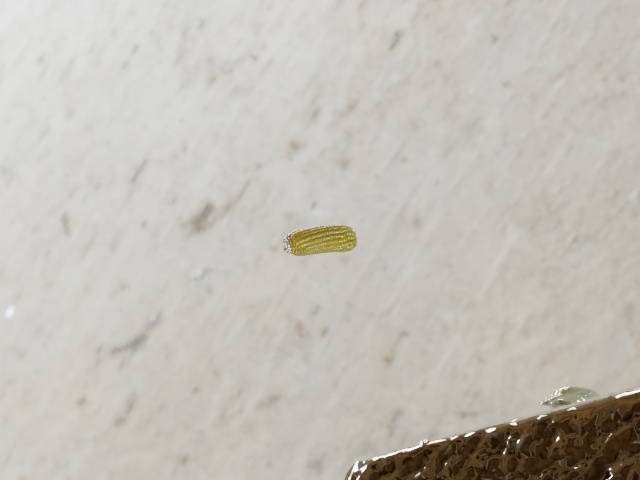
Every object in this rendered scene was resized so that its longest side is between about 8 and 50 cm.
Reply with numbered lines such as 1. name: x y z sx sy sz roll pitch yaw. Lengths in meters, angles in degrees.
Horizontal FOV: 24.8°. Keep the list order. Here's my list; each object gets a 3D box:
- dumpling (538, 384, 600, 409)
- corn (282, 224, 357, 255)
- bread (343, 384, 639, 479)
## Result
1. dumpling: 0.262 0.171 1.509 0.059 0.077 0.043 153 104 -77
2. corn: 0.000 0.000 1.775 0.037 0.092 0.037 171 90 -69
3. bread: 0.175 0.161 0.763 0.416 0.113 0.165 -21 48 41
